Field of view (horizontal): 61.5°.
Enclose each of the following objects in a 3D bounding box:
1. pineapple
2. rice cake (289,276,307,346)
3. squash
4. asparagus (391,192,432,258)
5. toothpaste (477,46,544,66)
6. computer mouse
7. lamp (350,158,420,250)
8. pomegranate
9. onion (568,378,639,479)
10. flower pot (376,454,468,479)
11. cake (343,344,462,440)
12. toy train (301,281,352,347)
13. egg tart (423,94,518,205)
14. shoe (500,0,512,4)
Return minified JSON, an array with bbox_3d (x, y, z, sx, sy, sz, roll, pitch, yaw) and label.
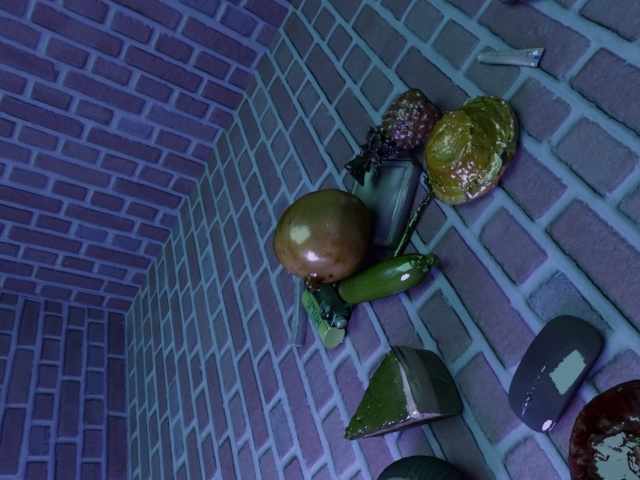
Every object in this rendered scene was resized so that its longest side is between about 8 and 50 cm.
[{"bbox_3d":[0.201,-0.284,1.531,0.310,0.141,0.170,-44,-1,22],"label":"pineapple"},{"bbox_3d":[-0.071,0.236,1.815,0.042,0.045,0.245,-26,55,52],"label":"rice cake"},{"bbox_3d":[0.175,0.105,1.458,0.378,0.101,0.102,-26,55,48],"label":"squash"},{"bbox_3d":[0.246,-0.028,1.482,0.249,0.025,0.024,-64,16,13],"label":"asparagus"},{"bbox_3d":[0.470,-0.458,1.343,0.190,0.031,0.048,27,95,54],"label":"toothpaste"},{"bbox_3d":[0.441,0.253,1.026,0.232,0.057,0.120,-64,33,13],"label":"computer mouse"},{"bbox_3d":[0.172,-0.114,1.613,0.266,0.047,0.269,14,87,58],"label":"lamp"},{"bbox_3d":[0.010,-0.016,1.535,0.307,0.307,0.307,-30,51,47],"label":"pomegranate"},{"bbox_3d":[0.494,0.334,0.786,0.246,0.190,0.246,-19,53,28],"label":"onion"},{"bbox_3d":[0.214,0.555,1.134,0.243,0.157,0.189,-29,51,45],"label":"flower pot"},{"bbox_3d":[0.187,0.410,1.243,0.284,0.158,0.172,-63,35,18],"label":"cake"},{"bbox_3d":[0.013,0.215,1.659,0.253,0.105,0.157,-125,46,-53],"label":"toy train"},{"bbox_3d":[0.350,-0.232,1.338,0.294,0.116,0.295,-26,56,47],"label":"egg tart"},{"bbox_3d":[0.492,-0.646,1.376,0.078,0.079,0.195,88,157,-45],"label":"shoe"}]
